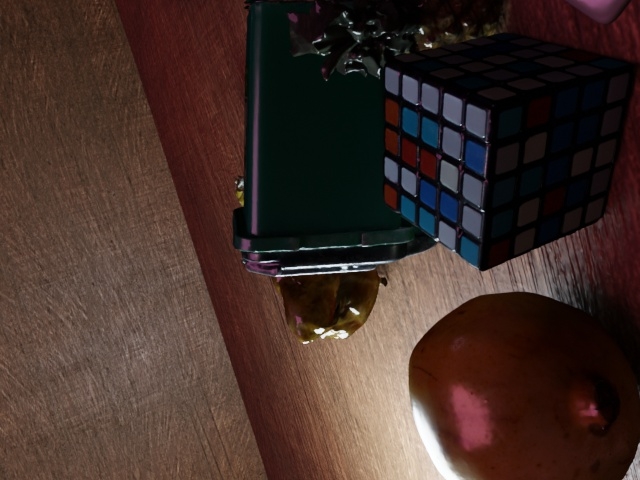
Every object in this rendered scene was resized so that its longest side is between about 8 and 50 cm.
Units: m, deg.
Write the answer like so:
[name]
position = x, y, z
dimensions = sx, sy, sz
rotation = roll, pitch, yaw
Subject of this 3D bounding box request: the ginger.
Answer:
[ginger]
position = 0.000, 0.000, 1.170
dimensions = 0.176, 0.254, 0.418
rotation = -24, 66, 28

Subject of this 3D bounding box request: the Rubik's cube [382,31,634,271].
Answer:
[Rubik's cube]
position = 0.188, -0.106, 0.652
dimensions = 0.187, 0.184, 0.182
rotation = 45, 147, 50

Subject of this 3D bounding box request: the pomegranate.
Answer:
[pomegranate]
position = 0.233, 0.187, 0.697
dimensions = 0.264, 0.264, 0.264
rotation = 48, 148, 43

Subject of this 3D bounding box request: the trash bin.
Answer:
[trash bin]
position = 0.010, -0.154, 0.896
dimensions = 0.259, 0.295, 0.380
rotation = -121, 29, -73

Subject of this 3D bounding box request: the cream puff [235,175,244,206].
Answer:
[cream puff]
position = -0.119, -0.129, 1.407
dimensions = 0.156, 0.156, 0.121
rotation = 40, 157, 51

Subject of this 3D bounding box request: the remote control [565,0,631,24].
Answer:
[remote control]
position = 0.266, -0.283, 0.428
dimensions = 0.067, 0.029, 0.261
rotation = 42, 136, 14

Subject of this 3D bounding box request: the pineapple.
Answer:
[pineapple]
position = 0.084, -0.249, 0.691
dimensions = 0.128, 0.248, 0.128
rotation = 45, 147, 41
